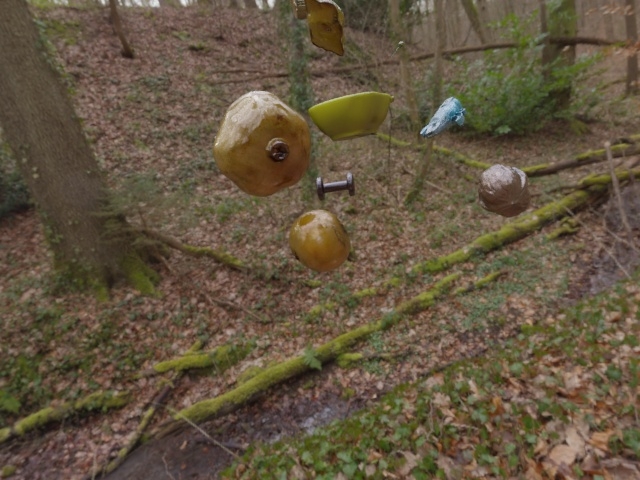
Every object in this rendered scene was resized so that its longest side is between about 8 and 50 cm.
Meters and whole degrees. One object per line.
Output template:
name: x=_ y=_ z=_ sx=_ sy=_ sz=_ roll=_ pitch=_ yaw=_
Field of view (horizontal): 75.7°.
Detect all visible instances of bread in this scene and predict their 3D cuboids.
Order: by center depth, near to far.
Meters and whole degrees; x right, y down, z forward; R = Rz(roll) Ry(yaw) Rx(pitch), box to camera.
bread: x=0.025 y=-0.813 z=1.540 sx=0.160 sy=0.088 sz=0.233 roll=24 pitch=-12 yaw=16
bread: x=-0.088 y=-1.172 z=1.951 sx=0.109 sy=0.210 sz=0.192 roll=-17 pitch=11 yaw=-1

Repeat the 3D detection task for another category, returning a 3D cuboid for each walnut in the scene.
walnut: x=0.882 y=-0.239 z=1.985 sx=0.226 sy=0.274 sz=0.273 roll=-13 pitch=17 yaw=16

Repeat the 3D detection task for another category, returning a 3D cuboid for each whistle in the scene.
whistle: x=0.500 y=-0.492 z=1.658 sx=0.186 sy=0.093 sz=0.274 roll=-9 pitch=33 yaw=51

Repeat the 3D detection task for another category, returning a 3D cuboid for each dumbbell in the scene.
dumbbell: x=0.089 y=-0.313 z=2.402 sx=0.225 sy=0.124 sz=0.140 roll=-7 pitch=-15 yaw=6

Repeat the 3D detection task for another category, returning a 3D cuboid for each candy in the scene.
candy: x=0.348 y=-0.862 z=1.868 sx=0.025 sy=0.023 sz=0.083 roll=4 pitch=-39 yaw=-34

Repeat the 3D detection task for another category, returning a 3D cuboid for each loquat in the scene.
loquat: x=0.000 y=0.000 z=1.691 sx=0.262 sy=0.263 sz=0.263 roll=-17 pitch=16 yaw=5

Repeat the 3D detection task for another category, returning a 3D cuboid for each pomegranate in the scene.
pomegranate: x=-0.229 y=-0.378 z=1.652 sx=0.415 sy=0.418 sz=0.417 roll=-17 pitch=16 yaw=5

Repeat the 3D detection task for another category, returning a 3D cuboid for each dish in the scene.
dish: x=0.099 y=-0.360 z=1.231 sx=0.220 sy=0.109 sz=0.262 roll=-2 pitch=12 yaw=42
